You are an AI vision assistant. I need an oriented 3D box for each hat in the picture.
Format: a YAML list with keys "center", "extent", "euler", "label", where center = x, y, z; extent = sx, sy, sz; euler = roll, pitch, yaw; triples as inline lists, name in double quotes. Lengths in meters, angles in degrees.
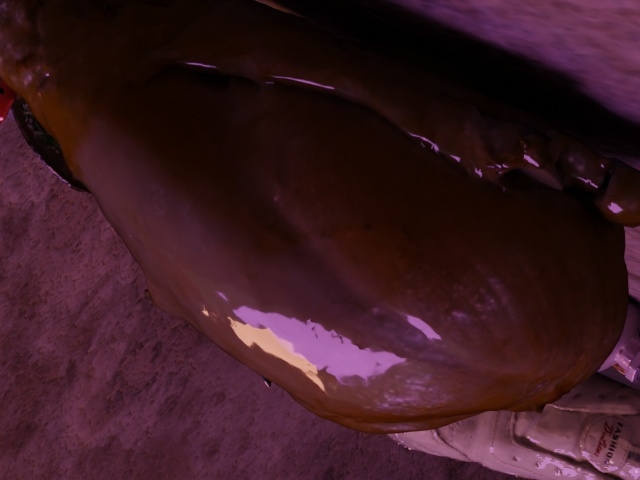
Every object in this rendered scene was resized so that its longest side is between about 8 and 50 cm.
- center: [-0.188, -0.114, 1.434]
  extent: [0.146, 0.067, 0.146]
  euler: [40, -148, -31]
  label: "hat"

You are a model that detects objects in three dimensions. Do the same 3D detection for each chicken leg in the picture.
- center: [-0.067, -0.066, 0.704]
  extent: [0.429, 0.153, 0.201]
  euler: [35, 165, 9]
  label: "chicken leg"

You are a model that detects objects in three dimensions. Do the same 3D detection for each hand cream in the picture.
- center: [0.163, 0.043, 1.128]
  extent: [0.142, 0.053, 0.084]
  euler: [37, -178, 27]
  label: "hand cream"

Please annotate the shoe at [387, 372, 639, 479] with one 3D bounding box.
- center: [0.223, 0.167, 1.614]
  extent: [0.342, 0.132, 0.210]
  euler: [13, -177, -41]
  label: "shoe"

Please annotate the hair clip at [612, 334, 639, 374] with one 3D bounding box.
- center: [0.309, 0.129, 1.174]
  extent: [0.110, 0.096, 0.358]
  euler: [-12, -149, -33]
  label: "hair clip"

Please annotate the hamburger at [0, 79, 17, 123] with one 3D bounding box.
- center: [-0.288, -0.131, 1.178]
  extent: [0.175, 0.175, 0.137]
  euler: [29, -167, -16]
  label: "hamburger"

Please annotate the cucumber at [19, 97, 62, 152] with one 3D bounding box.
- center: [-0.116, -0.081, 1.093]
  extent: [0.096, 0.096, 0.359]
  euler: [30, 178, -26]
  label: "cucumber"

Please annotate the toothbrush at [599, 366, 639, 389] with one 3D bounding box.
- center: [0.287, 0.125, 1.477]
  extent: [0.030, 0.030, 0.297]
  euler: [56, 166, -23]
  label: "toothbrush"
